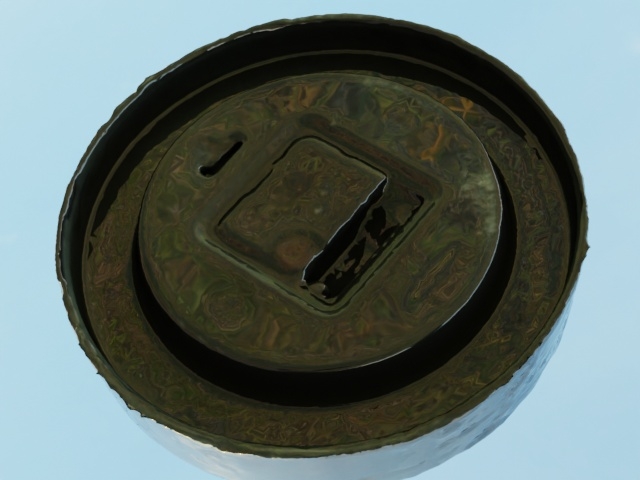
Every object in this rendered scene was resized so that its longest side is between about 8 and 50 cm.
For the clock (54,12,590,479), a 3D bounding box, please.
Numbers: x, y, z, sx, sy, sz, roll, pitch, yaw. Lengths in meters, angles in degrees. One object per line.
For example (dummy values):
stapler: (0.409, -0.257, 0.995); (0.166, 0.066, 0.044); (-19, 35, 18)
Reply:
clock: (0.000, 0.000, 0.767); (0.281, 0.055, 0.280); (-4, -125, 5)
